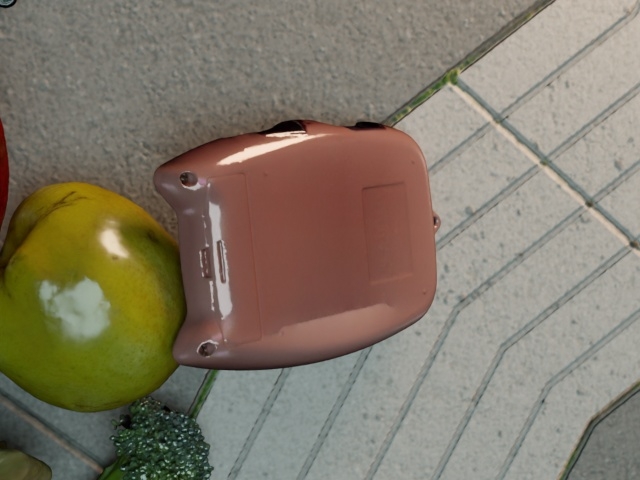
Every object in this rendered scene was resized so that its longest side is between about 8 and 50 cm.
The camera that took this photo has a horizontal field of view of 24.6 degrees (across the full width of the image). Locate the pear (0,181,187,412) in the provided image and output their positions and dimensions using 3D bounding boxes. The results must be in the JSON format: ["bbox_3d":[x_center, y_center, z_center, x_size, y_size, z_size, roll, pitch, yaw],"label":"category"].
[{"bbox_3d":[-0.202,0.054,1.279,0.200,0.200,0.200,-3,103,-13],"label":"pear"}]

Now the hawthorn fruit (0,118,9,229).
[{"bbox_3d":[-0.363,-0.055,1.122,0.284,0.369,0.285,5,82,-33],"label":"hawthorn fruit"}]

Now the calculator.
[{"bbox_3d":[0.000,0.000,1.319,0.329,0.048,0.220,-11,96,-43],"label":"calculator"}]

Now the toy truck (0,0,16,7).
[{"bbox_3d":[-0.297,-0.210,1.269,0.083,0.049,0.054,-45,107,0],"label":"toy truck"}]

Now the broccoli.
[{"bbox_3d":[-0.193,0.238,1.377,0.204,0.122,0.118,-38,93,11],"label":"broccoli"}]

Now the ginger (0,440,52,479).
[{"bbox_3d":[-0.460,0.284,1.256,0.358,0.211,0.413,40,91,-16],"label":"ginger"}]
